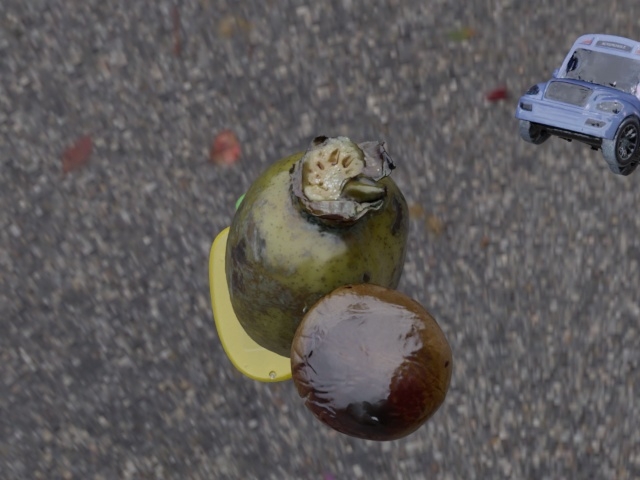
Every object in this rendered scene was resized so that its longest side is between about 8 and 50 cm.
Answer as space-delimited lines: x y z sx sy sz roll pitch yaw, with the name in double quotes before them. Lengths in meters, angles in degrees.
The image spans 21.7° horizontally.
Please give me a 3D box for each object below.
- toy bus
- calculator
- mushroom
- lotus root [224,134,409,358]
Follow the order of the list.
"toy bus" 0.337 -0.139 1.795 0.125 0.292 0.133 17 94 39
"calculator" -0.064 0.053 2.008 0.146 0.032 0.235 -7 87 17
"mushroom" 0.039 0.091 1.246 0.123 0.052 0.123 1 86 -8
"lotus root" -0.002 -0.002 1.347 0.154 0.278 0.154 3 63 -6
